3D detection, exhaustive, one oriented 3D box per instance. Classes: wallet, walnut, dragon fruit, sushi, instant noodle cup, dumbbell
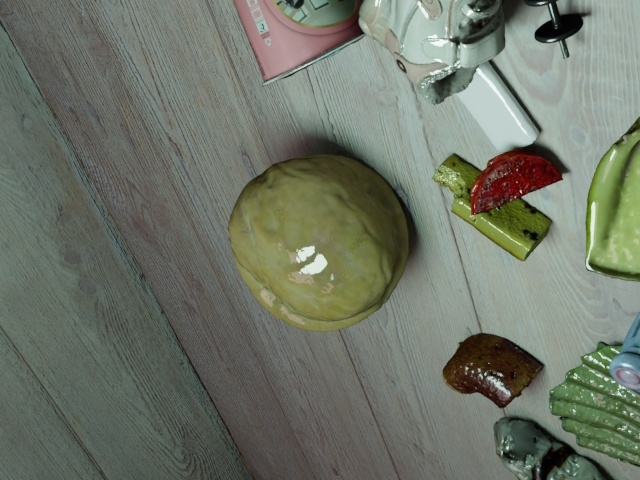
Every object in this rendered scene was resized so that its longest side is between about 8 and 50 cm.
[{"bbox_3d":[0.273,-0.227,1.488,0.190,0.033,0.095,50,150,-8],"label":"wallet"},{"bbox_3d":[0.000,0.000,1.852,0.381,0.381,0.381,34,149,23],"label":"walnut"},{"bbox_3d":[0.304,-0.107,1.518,0.083,0.162,0.106,63,-177,-10],"label":"dragon fruit"},{"bbox_3d":[0.509,0.506,2.009,0.332,0.124,0.130,37,158,22],"label":"sushi"},{"bbox_3d":[-0.050,-0.416,1.518,0.244,0.244,0.255,-10,110,58],"label":"instant noodle cup"},{"bbox_3d":[0.322,-0.317,1.265,0.069,0.069,0.147,11,136,48],"label":"dumbbell"}]

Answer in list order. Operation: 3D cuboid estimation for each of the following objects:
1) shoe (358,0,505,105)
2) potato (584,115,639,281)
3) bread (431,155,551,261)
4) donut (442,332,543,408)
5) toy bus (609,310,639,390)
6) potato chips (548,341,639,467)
[{"bbox_3d":[0.193,-0.340,1.299,0.198,0.172,0.351,55,164,6],"label":"shoe"},{"bbox_3d":[0.528,-0.084,1.187,0.330,0.213,0.280,9,112,19],"label":"potato"},{"bbox_3d":[0.293,-0.062,1.617,0.226,0.088,0.049,37,152,16],"label":"bread"},{"bbox_3d":[0.351,0.271,1.935,0.187,0.126,0.144,36,143,20],"label":"donut"},{"bbox_3d":[0.608,0.167,1.388,0.232,0.197,0.294,38,151,-5],"label":"toy bus"},{"bbox_3d":[0.616,0.349,1.694,0.389,0.097,0.373,13,136,44],"label":"potato chips"}]
